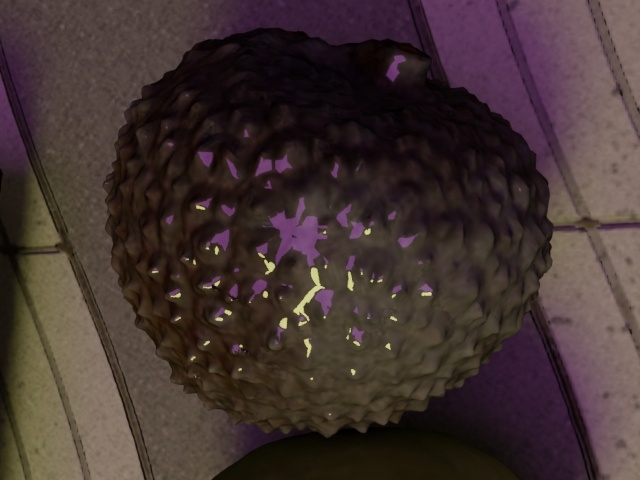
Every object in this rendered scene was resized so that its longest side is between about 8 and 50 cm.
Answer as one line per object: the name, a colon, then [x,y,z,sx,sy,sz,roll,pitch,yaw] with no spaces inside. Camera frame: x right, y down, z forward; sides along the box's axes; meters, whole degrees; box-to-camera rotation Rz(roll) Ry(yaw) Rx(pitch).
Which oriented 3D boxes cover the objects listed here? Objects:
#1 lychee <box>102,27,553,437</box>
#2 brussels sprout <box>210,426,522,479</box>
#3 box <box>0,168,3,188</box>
lychee: [0.002,0.001,0.512,0.299,0.300,0.300,1,94,15]
brussels sprout: [0.040,0.258,0.518,0.316,0.243,0.274,26,133,-9]
box: [-0.424,0.120,0.619,0.264,0.116,0.416,5,90,7]
